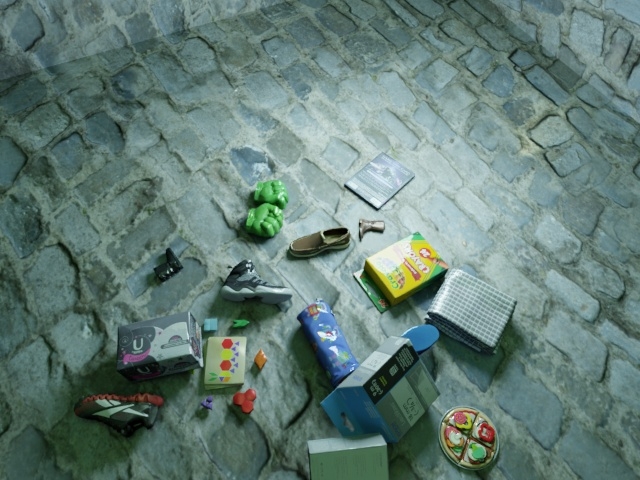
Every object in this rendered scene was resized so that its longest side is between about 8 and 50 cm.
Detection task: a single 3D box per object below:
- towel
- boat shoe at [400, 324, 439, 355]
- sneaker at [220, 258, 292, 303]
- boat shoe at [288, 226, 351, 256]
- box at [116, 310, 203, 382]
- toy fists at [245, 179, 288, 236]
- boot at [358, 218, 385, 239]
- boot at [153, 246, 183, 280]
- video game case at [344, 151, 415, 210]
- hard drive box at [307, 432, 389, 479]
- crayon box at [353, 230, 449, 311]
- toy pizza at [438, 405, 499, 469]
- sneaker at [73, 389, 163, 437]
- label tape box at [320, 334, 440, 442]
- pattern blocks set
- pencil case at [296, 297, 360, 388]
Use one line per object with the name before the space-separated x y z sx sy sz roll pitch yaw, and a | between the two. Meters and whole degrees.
towel | 0.560 0.260 1.827 0.283 0.121 0.235 29 60 14
boat shoe | 0.299 0.380 1.753 0.258 0.089 0.109 -22 59 -13
sneaker | -0.234 0.149 1.856 0.268 0.101 0.153 3 59 1
boat shoe | -0.002 -0.007 1.979 0.257 0.095 0.095 -14 59 -13
box | -0.536 0.358 1.656 0.247 0.142 0.164 -12 56 -1
toy fists | -0.213 -0.138 2.053 0.142 0.096 0.279 9 55 1
boot | 0.217 -0.045 2.058 0.114 0.037 0.107 7 59 -5
boot | -0.597 0.093 1.908 0.099 0.045 0.121 -32 65 -19
video game case | 0.266 -0.270 2.214 0.196 0.026 0.274 39 62 20
hard drive box | 0.083 0.692 1.481 0.231 0.089 0.181 -3 92 -6
crayon box | 0.313 0.118 1.928 0.318 0.081 0.202 -27 63 -19
toy pizza | 0.488 0.643 1.623 0.201 0.032 0.202 2 57 -3
sneaker | -0.645 0.552 1.567 0.275 0.098 0.135 0 54 -5
label tape box | 0.200 0.504 1.577 0.333 0.105 0.241 -38 106 -24
pattern blocks set | -0.331 0.424 1.715 0.285 0.026 0.325 7 57 1
pencil case | 0.033 0.357 1.730 0.133 0.119 0.306 -17 59 -24
